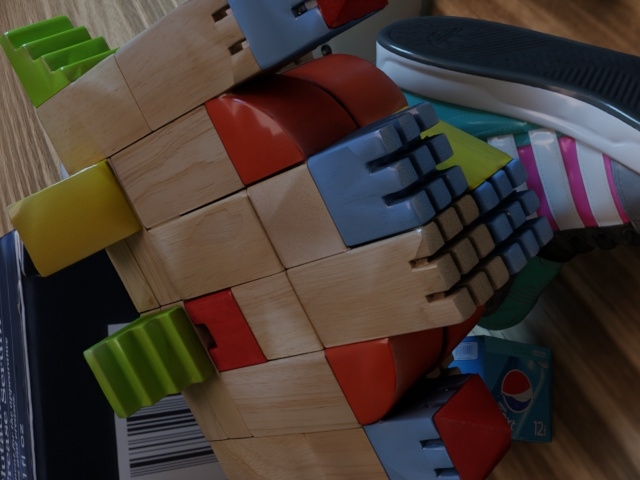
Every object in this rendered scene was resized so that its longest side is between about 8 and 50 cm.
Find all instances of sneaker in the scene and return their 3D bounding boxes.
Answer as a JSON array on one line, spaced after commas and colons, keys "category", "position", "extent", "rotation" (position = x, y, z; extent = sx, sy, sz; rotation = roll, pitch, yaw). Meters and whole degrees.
[{"category": "sneaker", "position": [0.156, -0.014, 0.537], "extent": [0.296, 0.124, 0.178], "rotation": [26, 131, 31]}]

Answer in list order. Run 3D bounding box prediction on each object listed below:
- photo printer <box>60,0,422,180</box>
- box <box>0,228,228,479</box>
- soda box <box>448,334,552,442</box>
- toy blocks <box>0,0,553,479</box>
[{"category": "photo printer", "position": [-0.085, -0.131, 0.787], "extent": [0.307, 0.107, 0.256], "rotation": [-44, 20, -29]}, {"category": "box", "position": [-0.213, 0.145, 0.849], "extent": [0.395, 0.212, 0.293], "rotation": [-13, 82, 61]}, {"category": "soda box", "position": [0.069, 0.113, 0.659], "extent": [0.210, 0.071, 0.067], "rotation": [-13, 69, 53]}, {"category": "toy blocks", "position": [0.000, 0.000, 0.502], "extent": [0.261, 0.191, 0.381], "rotation": [-18, 102, 45]}]
